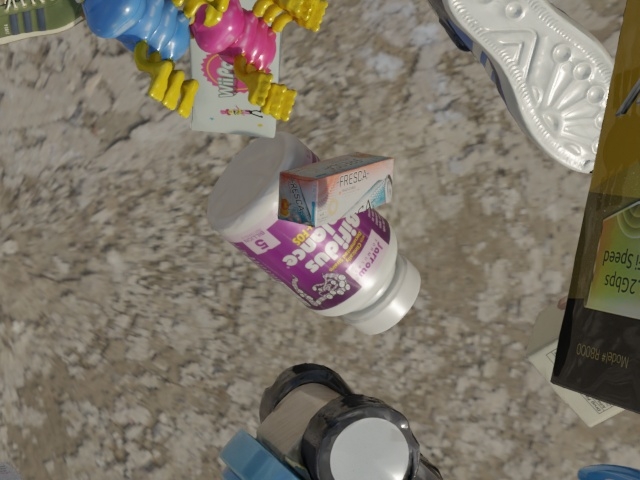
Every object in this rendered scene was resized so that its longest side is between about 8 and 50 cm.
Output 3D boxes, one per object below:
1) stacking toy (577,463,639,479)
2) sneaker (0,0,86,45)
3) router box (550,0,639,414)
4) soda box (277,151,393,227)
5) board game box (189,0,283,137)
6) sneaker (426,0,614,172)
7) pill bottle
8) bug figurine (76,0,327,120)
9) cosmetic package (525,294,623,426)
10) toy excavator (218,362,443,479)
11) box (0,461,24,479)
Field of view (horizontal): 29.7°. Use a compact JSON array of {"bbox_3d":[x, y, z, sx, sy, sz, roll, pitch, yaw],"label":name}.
[{"bbox_3d":[0.301,0.375,1.145,0.166,0.175,0.301,17,92,-36],"label":"stacking toy"},{"bbox_3d":[-0.338,-0.267,1.350,0.192,0.086,0.064,-12,78,28],"label":"sneaker"},{"bbox_3d":[0.199,-0.043,0.355,0.081,0.309,0.242,12,89,-20],"label":"router box"},{"bbox_3d":[0.021,-0.066,1.511,0.183,0.058,0.063,-20,117,-53],"label":"soda box"},{"bbox_3d":[-0.078,-0.296,1.270,0.098,0.224,0.303,6,59,-1],"label":"board game box"},{"bbox_3d":[0.239,-0.244,1.456,0.130,0.236,0.323,-39,111,12],"label":"sneaker"},{"bbox_3d":[0.000,0.000,1.688,0.301,0.169,0.169,41,79,-28],"label":"pill bottle"},{"bbox_3d":[-0.050,-0.199,0.733,0.072,0.216,0.279,17,81,26],"label":"bug figurine"},{"bbox_3d":[0.450,0.112,1.672,0.153,0.296,0.129,48,33,-11],"label":"cosmetic package"},{"bbox_3d":[-0.001,0.416,1.253,0.433,0.222,0.445,45,82,-17],"label":"toy excavator"},{"bbox_3d":[-0.462,0.401,1.504,0.262,0.231,0.126,-1,119,-46],"label":"box"}]
